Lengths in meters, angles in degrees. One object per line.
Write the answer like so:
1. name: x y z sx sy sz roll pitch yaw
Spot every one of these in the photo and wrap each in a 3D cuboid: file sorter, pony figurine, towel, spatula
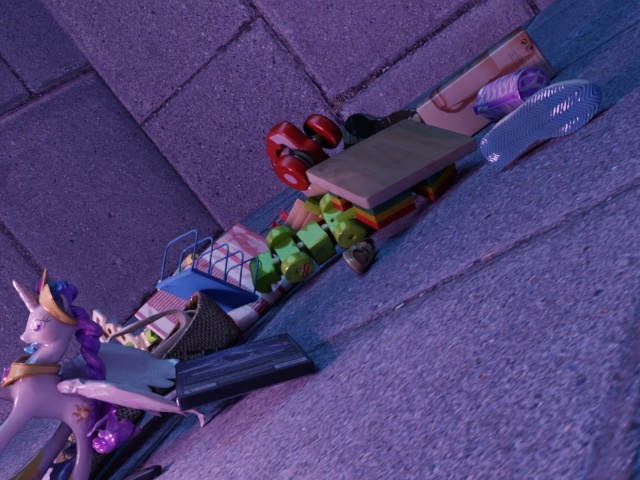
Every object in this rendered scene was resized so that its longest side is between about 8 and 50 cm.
1. file sorter: -0.225 0.064 1.918 0.118 0.170 0.105 -24 52 41
2. pony figurine: -0.396 0.262 1.539 0.364 0.350 0.303 -65 22 -2
3. towel: -0.211 0.114 2.048 0.237 0.037 0.329 30 61 36
4. spatula: -0.365 0.423 1.446 0.296 0.030 0.084 -36 -2 7

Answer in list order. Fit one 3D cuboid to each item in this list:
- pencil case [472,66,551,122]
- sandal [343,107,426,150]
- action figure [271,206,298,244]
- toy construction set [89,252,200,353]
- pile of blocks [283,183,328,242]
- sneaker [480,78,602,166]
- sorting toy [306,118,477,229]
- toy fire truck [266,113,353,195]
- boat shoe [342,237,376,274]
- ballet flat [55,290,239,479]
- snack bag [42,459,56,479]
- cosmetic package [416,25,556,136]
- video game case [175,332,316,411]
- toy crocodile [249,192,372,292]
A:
1. pencil case: 0.395 -0.303 1.962 0.088 0.086 0.206 -20 2 -17
2. sandal: 0.164 -0.260 2.356 0.086 0.120 0.302 4 -2 -42
3. action figure: -0.120 0.008 2.365 0.280 0.139 0.091 -34 10 13
4. toy construction set: -0.370 0.177 2.139 0.327 0.215 0.151 -26 -9 -30
5. pile of blocks: 0.064 -0.107 2.124 0.362 0.149 0.113 -36 8 11
6. sneaker: 0.368 -0.208 1.563 0.228 0.087 0.092 -27 11 46
7. sorting toy: 0.144 -0.129 1.863 0.255 0.089 0.257 -29 26 -17
8. toy fire truck: -0.018 -0.168 2.330 0.169 0.302 0.254 -58 18 -20
9. boat shoe: 0.074 0.022 1.701 0.045 0.050 0.135 -42 7 15
10. ballet flat: -0.361 0.268 1.778 0.483 0.182 0.164 -43 13 -30
11. snack bag: -0.516 0.452 1.967 0.323 0.037 0.342 -41 8 -14
12. cosmetic package: 0.374 -0.347 2.158 0.296 0.129 0.153 -37 9 15
13. video game case: -0.123 0.194 1.434 0.196 0.026 0.274 -15 4 -8
14. toy crocodile: 0.000 0.000 1.963 0.340 0.105 0.115 -33 49 -1
